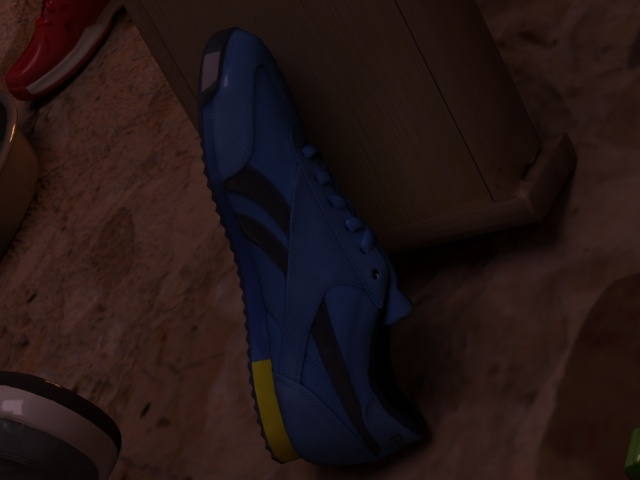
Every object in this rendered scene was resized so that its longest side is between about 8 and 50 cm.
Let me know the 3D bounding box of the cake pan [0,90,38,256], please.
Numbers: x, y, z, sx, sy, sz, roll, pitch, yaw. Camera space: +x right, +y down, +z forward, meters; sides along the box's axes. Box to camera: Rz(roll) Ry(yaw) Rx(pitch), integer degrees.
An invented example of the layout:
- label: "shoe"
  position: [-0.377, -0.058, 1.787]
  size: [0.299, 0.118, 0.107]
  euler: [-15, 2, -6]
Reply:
- label: "cake pan"
  position: [-0.361, -0.008, 0.993]
  size: [0.293, 0.054, 0.293]
  euler: [-28, 38, 24]

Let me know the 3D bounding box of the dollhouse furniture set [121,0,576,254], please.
- label: "dollhouse furniture set"
  position: [0.067, -0.200, 0.667]
  size: [0.362, 0.257, 0.394]
  euler: [-13, 24, 37]

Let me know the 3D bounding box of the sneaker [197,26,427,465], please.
- label: "sneaker"
  position: [0.000, 0.000, 0.517]
  size: [0.082, 0.209, 0.069]
  euler: [-12, 2, 19]

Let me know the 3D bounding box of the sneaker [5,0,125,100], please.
- label: "sneaker"
  position: [-0.253, -0.250, 1.065]
  size: [0.221, 0.128, 0.087]
  euler: [-52, 35, -11]

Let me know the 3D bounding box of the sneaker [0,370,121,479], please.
- label: "sneaker"
  position: [-0.223, 0.187, 0.570]
  size: [0.295, 0.123, 0.178]
  euler: [-34, 31, 40]

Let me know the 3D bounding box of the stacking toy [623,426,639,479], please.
- label: "stacking toy"
  position: [0.148, 0.115, 0.302]
  size: [0.221, 0.052, 0.167]
  euler: [-23, 37, 54]
